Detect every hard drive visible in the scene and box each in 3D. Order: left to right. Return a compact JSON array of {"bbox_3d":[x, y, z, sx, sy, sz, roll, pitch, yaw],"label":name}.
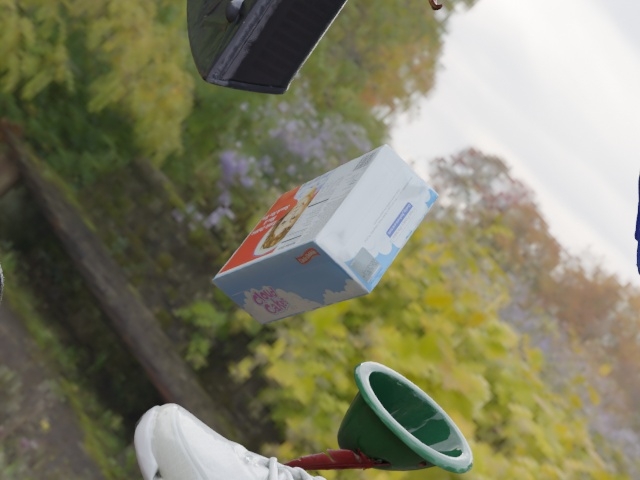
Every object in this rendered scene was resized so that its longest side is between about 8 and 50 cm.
[{"bbox_3d":[-0.017,-0.185,0.798,0.054,0.172,0.254,30,17,-19],"label":"hard drive"}]

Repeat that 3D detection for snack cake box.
[{"bbox_3d":[0.000,0.000,1.516,0.089,0.152,0.264,43,-27,-14],"label":"snack cake box"}]

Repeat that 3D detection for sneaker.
[{"bbox_3d":[-0.005,0.205,0.925,0.292,0.118,0.110,43,12,-10],"label":"sneaker"}]

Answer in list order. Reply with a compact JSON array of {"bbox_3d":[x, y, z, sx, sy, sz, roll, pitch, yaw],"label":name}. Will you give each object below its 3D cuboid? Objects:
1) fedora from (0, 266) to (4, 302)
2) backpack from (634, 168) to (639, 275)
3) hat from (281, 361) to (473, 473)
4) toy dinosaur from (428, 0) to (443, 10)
[{"bbox_3d":[-0.394,0.037,1.214,0.152,0.334,0.334,33,-7,30],"label":"fedora"},{"bbox_3d":[0.310,-0.012,1.092,0.101,0.098,0.120,-164,-106,-79],"label":"backpack"},{"bbox_3d":[0.048,0.264,1.591,0.208,0.183,0.173,39,15,-3],"label":"hat"},{"bbox_3d":[0.112,-0.260,1.277,0.090,0.082,0.047,51,-26,15],"label":"toy dinosaur"}]
